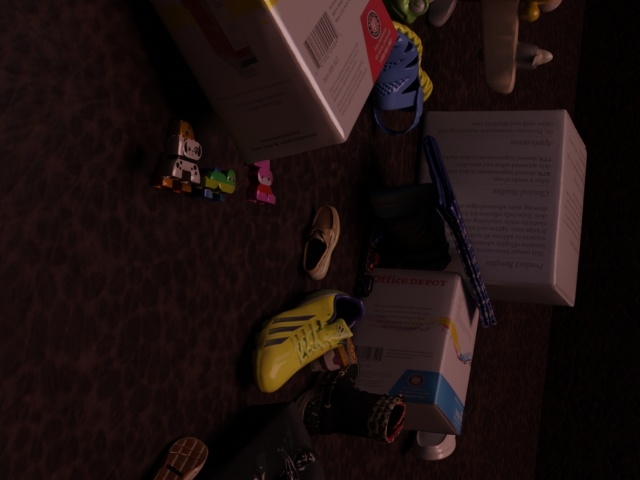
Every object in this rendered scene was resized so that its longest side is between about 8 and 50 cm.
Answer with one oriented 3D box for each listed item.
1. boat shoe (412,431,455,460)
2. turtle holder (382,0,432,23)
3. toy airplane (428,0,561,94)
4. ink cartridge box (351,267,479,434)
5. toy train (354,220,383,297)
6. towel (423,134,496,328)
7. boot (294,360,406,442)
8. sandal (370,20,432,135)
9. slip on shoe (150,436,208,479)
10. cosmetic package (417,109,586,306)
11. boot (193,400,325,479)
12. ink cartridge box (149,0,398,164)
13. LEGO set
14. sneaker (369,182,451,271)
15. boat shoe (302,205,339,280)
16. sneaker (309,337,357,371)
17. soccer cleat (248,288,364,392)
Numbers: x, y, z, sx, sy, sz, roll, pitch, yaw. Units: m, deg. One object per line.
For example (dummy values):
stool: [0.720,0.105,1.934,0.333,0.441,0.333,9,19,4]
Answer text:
boat shoe: [0.267,0.415,2.333,0.277,0.098,0.096,-49,136,-68]
turtle holder: [0.129,-0.503,1.702,0.320,0.228,0.243,-48,126,-60]
toy airplane: [0.431,-0.573,2.271,0.272,0.384,0.386,9,127,-45]
ink cartridge box: [0.180,0.215,1.977,0.197,0.198,0.270,53,45,-55]
toy train: [0.097,0.036,1.970,0.027,0.036,0.158,46,50,-59]
towel: [0.268,-0.017,1.982,0.243,0.040,0.336,-96,165,-52]
boot: [0.071,0.279,1.756,0.236,0.179,0.085,-38,126,-59]
sandal: [0.136,-0.307,1.931,0.317,0.126,0.138,46,55,-57]
slip on shoe: [-0.193,0.310,1.333,0.041,0.051,0.135,-54,-178,29]
cosmetic package: [0.418,-0.070,2.332,0.327,0.330,0.393,27,69,-66]
boot: [-0.123,0.479,1.405,0.445,0.146,0.366,-46,135,-63]
ink cartridge box: [-0.075,-0.338,1.295,0.384,0.160,0.279,60,37,-29]
LEGO set: [-0.154,-0.108,1.330,0.227,0.087,0.093,13,77,-60]
sneaker: [0.194,-0.012,2.063,0.319,0.127,0.208,-7,92,-66]
boat shoe: [0.000,0.000,1.729,0.045,0.050,0.135,47,50,-66]
sneaker: [0.013,0.183,1.770,0.185,0.084,0.069,-96,168,-84]
soccer cleat: [-0.017,0.152,1.613,0.289,0.121,0.093,-42,130,-58]
